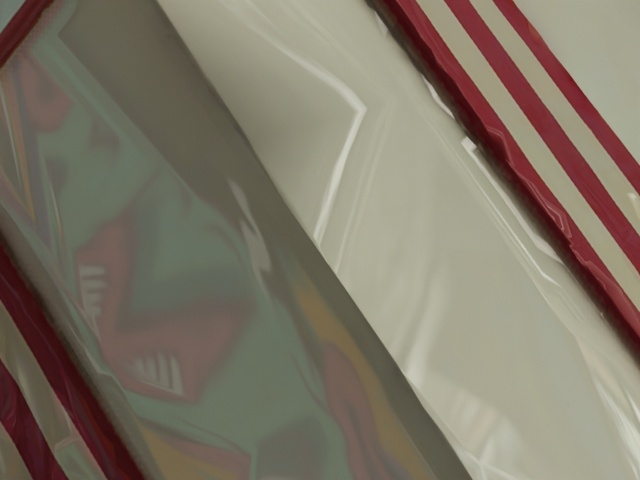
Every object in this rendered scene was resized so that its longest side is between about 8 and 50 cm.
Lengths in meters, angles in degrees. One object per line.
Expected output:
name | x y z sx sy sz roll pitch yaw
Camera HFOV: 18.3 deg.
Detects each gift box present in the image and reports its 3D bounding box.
gift box | 0.000 0.000 0.571 0.276 0.258 0.255 -44 161 31
